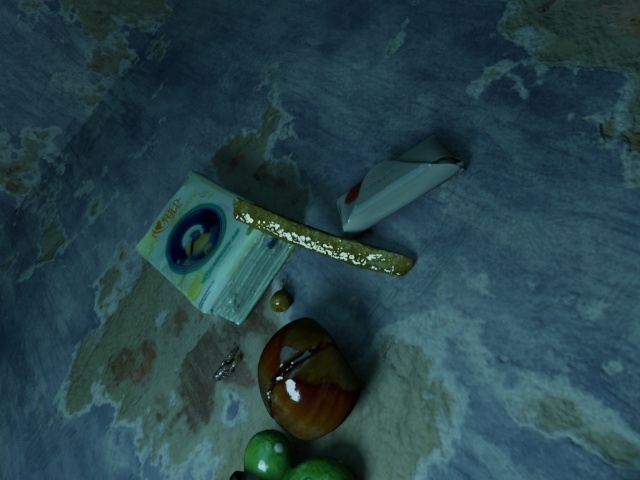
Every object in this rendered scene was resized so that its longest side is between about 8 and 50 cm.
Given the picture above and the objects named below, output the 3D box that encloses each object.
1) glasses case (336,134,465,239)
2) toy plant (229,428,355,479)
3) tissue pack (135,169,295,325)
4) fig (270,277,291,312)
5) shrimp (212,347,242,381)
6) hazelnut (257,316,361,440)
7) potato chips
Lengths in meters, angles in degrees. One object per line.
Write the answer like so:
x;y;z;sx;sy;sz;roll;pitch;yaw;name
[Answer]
0.155;-0.125;1.035;0.308;0.083;0.128;-33;52;16;glasses case
-0.072;0.461;0.826;0.218;0.175;0.235;29;73;24;toy plant
-0.276;0.006;1.216;0.388;0.162;0.287;28;81;41;tissue pack
-0.091;0.129;1.096;0.050;0.050;0.083;-17;47;27;fig
-0.217;0.298;1.103;0.038;0.029;0.092;25;78;41;shrimp
-0.034;0.269;0.895;0.180;0.181;0.212;-32;59;-8;hazelnut
0.000;0.000;1.015;0.406;0.080;0.057;19;84;8;potato chips
